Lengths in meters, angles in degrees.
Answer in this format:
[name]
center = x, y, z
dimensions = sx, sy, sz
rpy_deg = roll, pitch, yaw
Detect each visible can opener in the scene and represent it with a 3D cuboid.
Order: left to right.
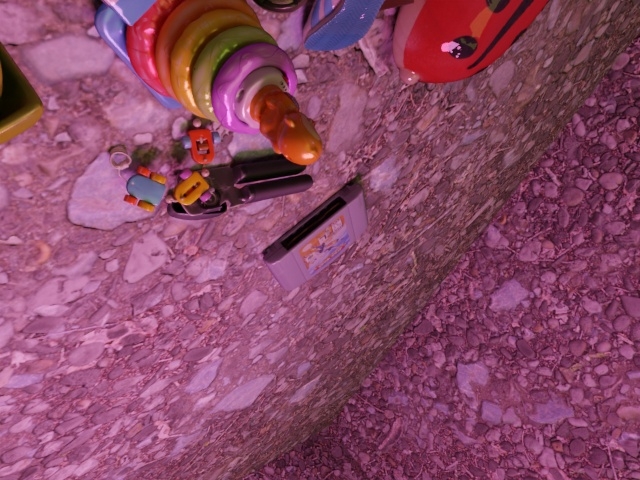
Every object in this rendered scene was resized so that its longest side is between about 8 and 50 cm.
[can opener]
center = -0.144, -0.096, 0.866
dimensions = 0.283, 0.076, 0.095
rpy_deg = -17, 175, -43

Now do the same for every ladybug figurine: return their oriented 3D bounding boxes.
[ladybug figurine]
center = 0.310, -0.464, 0.846
dimensions = 0.449, 0.162, 0.305
rpy_deg = -53, 152, 17

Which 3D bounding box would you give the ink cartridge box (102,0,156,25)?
[ink cartridge box]
center = -0.213, -0.299, 0.437
dimensions = 0.090, 0.092, 0.143
rpy_deg = -44, 154, -1

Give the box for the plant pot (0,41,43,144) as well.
[plant pot]
center = -0.354, -0.147, 0.314
dimensions = 0.228, 0.227, 0.207
rpy_deg = -37, 166, -14

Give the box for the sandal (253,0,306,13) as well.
[sandal]
center = -0.008, -0.419, 0.556
dimensions = 0.120, 0.086, 0.303
rpy_deg = 29, 99, -16

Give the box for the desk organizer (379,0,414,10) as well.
[desk organizer]
center = 0.092, -0.398, 0.752
dimensions = 0.130, 0.047, 0.050
rpy_deg = -27, 129, -29

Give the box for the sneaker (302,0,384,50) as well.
[sneaker]
center = 0.036, -0.357, 0.672
dimensions = 0.087, 0.092, 0.228
rpy_deg = -8, 168, -27

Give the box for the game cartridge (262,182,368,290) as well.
[game cartridge]
center = 0.000, 0.000, 1.195
dimensions = 0.297, 0.062, 0.198
rpy_deg = -40, 148, -10

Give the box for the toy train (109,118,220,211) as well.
[toy train]
center = -0.231, -0.112, 0.723
dimensions = 0.166, 0.046, 0.125
rpy_deg = -20, 109, -25

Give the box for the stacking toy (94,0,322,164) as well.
[stacking toy]
center = -0.094, -0.184, 0.531
dimensions = 0.165, 0.302, 0.175
rpy_deg = -42, 152, -3
